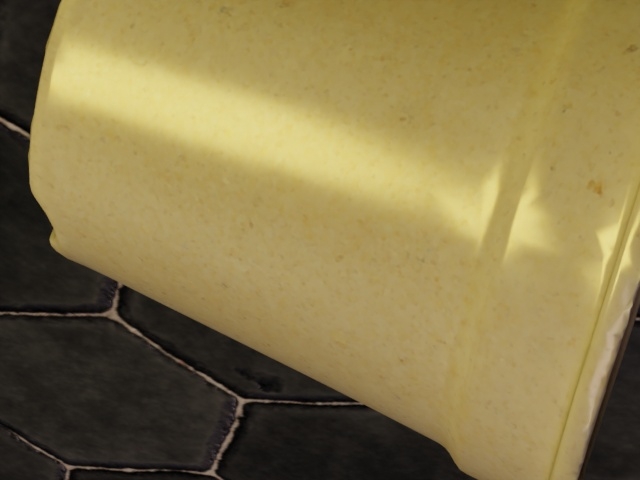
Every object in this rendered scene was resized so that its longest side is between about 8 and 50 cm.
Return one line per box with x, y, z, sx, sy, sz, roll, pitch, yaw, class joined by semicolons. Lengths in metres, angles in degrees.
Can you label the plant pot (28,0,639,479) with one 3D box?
0.031;-0.050;0.816;0.305;0.334;0.334;17;145;12;plant pot
